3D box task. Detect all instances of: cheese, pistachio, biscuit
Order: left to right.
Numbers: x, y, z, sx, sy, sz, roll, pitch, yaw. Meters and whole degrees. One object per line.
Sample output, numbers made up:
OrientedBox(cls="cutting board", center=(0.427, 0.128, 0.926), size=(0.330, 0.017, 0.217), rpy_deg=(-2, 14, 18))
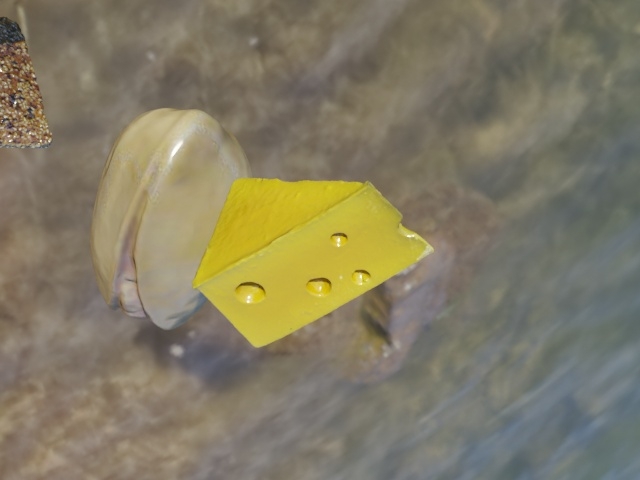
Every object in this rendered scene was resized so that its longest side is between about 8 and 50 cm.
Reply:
OrientedBox(cls="biscuit", center=(-0.486, -0.242, 1.705), size=(0.131, 0.237, 0.026), rpy_deg=(-1, 153, -42))
OrientedBox(cls="pistachio", center=(-0.159, -0.026, 1.192), size=(0.162, 0.182, 0.293), rpy_deg=(27, 135, 1))
OrientedBox(cls="cheese", center=(0.000, 0.000, 0.921), size=(0.171, 0.126, 0.093), rpy_deg=(-18, 127, 37))
